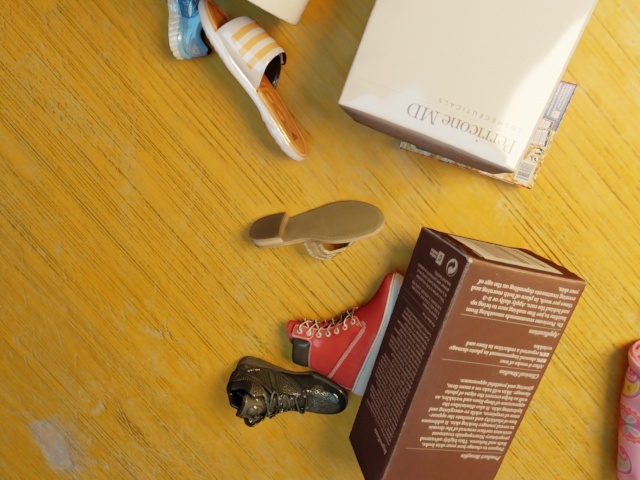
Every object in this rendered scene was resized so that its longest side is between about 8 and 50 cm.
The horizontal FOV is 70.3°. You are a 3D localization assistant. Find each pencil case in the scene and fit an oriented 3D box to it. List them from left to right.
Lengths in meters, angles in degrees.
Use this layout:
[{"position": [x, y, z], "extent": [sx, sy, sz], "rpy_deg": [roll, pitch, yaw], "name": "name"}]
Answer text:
[{"position": [0.515, 0.289, 0.672], "extent": [0.124, 0.124, 0.284], "rpy_deg": [-4, 107, 17], "name": "pencil case"}]

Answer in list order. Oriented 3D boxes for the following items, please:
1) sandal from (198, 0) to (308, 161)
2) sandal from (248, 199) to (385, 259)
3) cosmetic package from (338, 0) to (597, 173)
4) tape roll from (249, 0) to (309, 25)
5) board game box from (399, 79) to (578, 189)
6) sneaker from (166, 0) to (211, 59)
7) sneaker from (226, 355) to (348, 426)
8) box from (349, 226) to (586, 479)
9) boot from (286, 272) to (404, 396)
[{"position": [-0.074, -0.247, 0.678], "extent": [0.076, 0.102, 0.265], "rpy_deg": [-28, 106, 21], "name": "sandal"}, {"position": [0.002, -0.005, 0.755], "extent": [0.240, 0.088, 0.079], "rpy_deg": [-4, 138, 24], "name": "sandal"}, {"position": [0.192, -0.288, 0.518], "extent": [0.217, 0.156, 0.385], "rpy_deg": [21, 99, 8], "name": "cosmetic package"}, {"position": [-0.095, -0.404, 0.547], "extent": [0.246, 0.246, 0.169], "rpy_deg": [34, 113, 3], "name": "tape roll"}, {"position": [0.227, -0.172, 0.639], "extent": [0.193, 0.045, 0.146], "rpy_deg": [20, 112, 9], "name": "board game box"}, {"position": [-0.195, -0.363, 0.700], "extent": [0.073, 0.063, 0.162], "rpy_deg": [1, 112, -4], "name": "sneaker"}, {"position": [-0.068, 0.292, 0.829], "extent": [0.227, 0.130, 0.087], "rpy_deg": [14, 112, 9], "name": "sneaker"}, {"position": [0.195, 0.189, 0.666], "extent": [0.191, 0.143, 0.381], "rpy_deg": [12, 105, -18], "name": "box"}, {"position": [0.035, 0.139, 0.775], "extent": [0.176, 0.088, 0.244], "rpy_deg": [24, 116, 9], "name": "boot"}]
